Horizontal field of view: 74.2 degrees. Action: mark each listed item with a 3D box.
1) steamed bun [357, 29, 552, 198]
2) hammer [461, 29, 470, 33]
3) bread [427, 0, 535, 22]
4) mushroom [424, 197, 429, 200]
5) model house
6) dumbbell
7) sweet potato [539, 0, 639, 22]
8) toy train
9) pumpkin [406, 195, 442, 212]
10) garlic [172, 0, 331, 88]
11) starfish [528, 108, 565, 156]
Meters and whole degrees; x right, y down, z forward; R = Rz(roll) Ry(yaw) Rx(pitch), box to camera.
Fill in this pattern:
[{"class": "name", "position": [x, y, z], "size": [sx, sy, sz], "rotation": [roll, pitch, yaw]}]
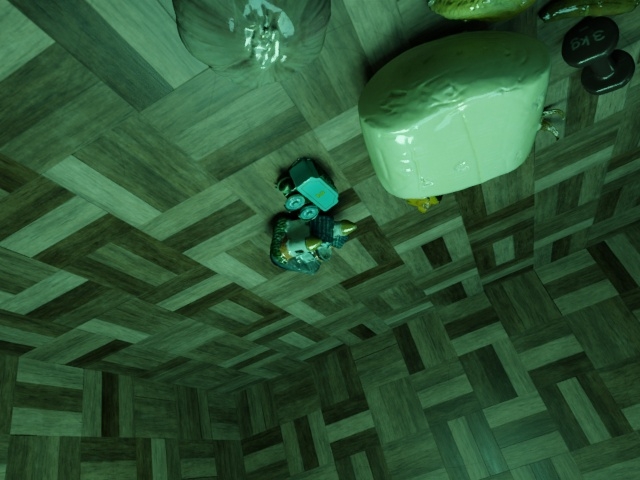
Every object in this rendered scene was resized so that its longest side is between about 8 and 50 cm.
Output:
[{"class": "steamed bun", "position": [0.336, -0.344, 1.130], "size": [0.457, 0.289, 0.371], "rotation": [-15, 146, 11]}, {"class": "hammer", "position": [0.351, -0.520, 1.107], "size": [0.084, 0.031, 0.052], "rotation": [-6, 145, -7]}, {"class": "bread", "position": [0.395, -0.576, 0.926], "size": [0.205, 0.162, 0.262], "rotation": [-15, 164, -26]}, {"class": "mushroom", "position": [0.326, -0.258, 1.428], "size": [0.236, 0.173, 0.161], "rotation": [-38, 128, -44]}, {"class": "model house", "position": [0.000, 0.000, 1.522], "size": [0.291, 0.184, 0.253], "rotation": [-16, 152, 33]}, {"class": "dumbbell", "position": [0.802, -0.525, 1.220], "size": [0.226, 0.123, 0.141], "rotation": [15, 161, -41]}, {"class": "sweet potato", "position": [0.709, -0.615, 1.100], "size": [0.274, 0.075, 0.075], "rotation": [-12, 148, -5]}, {"class": "toy train", "position": [-0.039, -0.163, 1.387], "size": [0.163, 0.112, 0.203], "rotation": [-35, 147, 16]}, {"class": "pumpkin", "position": [0.393, -0.200, 1.567], "size": [0.149, 0.131, 0.254], "rotation": [-58, 174, -2]}, {"class": "garlic", "position": [-0.131, -0.433, 0.787], "size": [0.318, 0.259, 0.317], "rotation": [-17, 151, -10]}, {"class": "starfish", "position": [0.767, -0.378, 1.487], "size": [0.147, 0.074, 0.189], "rotation": [-15, 148, -3]}]
